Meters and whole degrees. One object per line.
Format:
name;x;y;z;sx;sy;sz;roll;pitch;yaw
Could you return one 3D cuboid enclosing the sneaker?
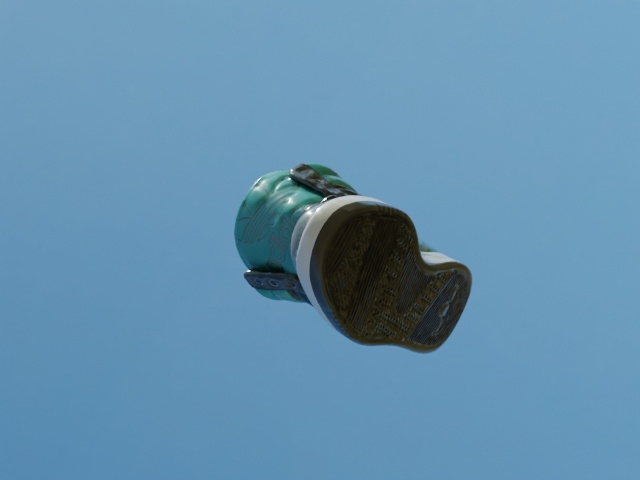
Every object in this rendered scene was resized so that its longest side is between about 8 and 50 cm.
sneaker;0.000;0.000;1.444;0.124;0.178;0.295;-63;-25;-3
